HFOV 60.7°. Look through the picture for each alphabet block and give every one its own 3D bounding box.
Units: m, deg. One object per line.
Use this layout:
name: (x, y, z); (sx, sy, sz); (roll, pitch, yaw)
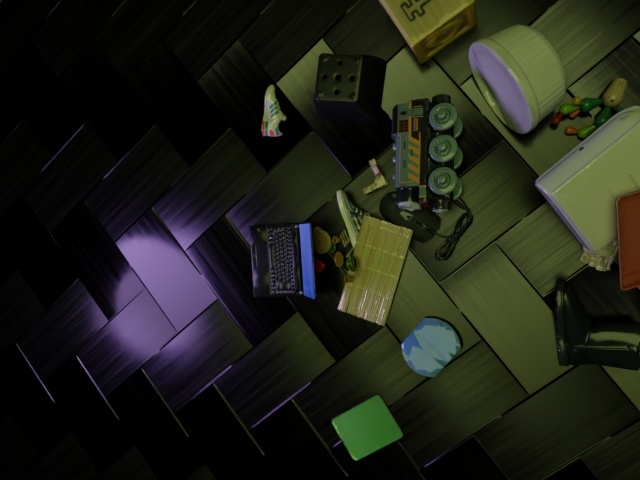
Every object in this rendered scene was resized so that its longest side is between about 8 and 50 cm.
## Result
alphabet block: (0.287, -0.632, 1.481); (0.193, 0.192, 0.197); (-34, 83, 18)

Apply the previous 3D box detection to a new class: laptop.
laptop: (-0.119, 0.064, 1.664); (0.264, 0.136, 0.234); (-3, 91, 20)

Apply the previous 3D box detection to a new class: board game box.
board game box: (0.322, 0.309, 1.595); (0.133, 0.033, 0.169); (42, 99, 17)

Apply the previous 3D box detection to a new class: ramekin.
ramekin: (0.505, -0.418, 1.391); (0.127, 0.273, 0.273); (-33, 82, 4)

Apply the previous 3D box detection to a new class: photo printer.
photo printer: (0.717, -0.151, 1.329); (0.307, 0.107, 0.256); (-41, 115, 13)

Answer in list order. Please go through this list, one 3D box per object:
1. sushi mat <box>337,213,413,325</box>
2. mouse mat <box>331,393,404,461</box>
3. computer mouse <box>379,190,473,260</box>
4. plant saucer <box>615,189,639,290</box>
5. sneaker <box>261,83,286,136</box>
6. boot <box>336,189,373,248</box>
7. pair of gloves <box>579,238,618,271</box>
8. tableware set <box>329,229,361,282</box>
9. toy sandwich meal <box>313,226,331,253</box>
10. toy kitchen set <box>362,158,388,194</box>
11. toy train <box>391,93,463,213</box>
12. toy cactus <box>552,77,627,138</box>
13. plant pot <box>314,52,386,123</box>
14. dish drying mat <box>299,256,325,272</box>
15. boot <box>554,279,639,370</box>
sushi mat: (0.158, 0.092, 1.610); (0.151, 0.019, 0.317); (17, 107, 9)
mouse mat: (0.142, 0.575, 1.677); (0.189, 0.007, 0.153); (-34, 82, 17)
computer mouse: (0.304, -0.079, 1.567); (0.262, 0.060, 0.184); (40, 104, 12)
plant saucer: (0.826, -0.032, 1.313); (0.259, 0.048, 0.258); (-18, 115, -1)
sneaker: (-0.139, -0.401, 1.704); (0.075, 0.057, 0.161); (7, 93, 0)
boot: (0.115, -0.070, 1.630); (0.086, 0.069, 0.190); (-18, 96, 13)
pair of gloves: (0.814, 0.002, 1.419); (0.240, 0.042, 0.204); (22, 99, 16)
tableware set: (0.065, 0.053, 1.626); (0.104, 0.024, 0.154); (-51, 51, 46)
toy sandwich meal: (0.000, 0.000, 1.681); (0.085, 0.029, 0.086); (7, 106, 26)
toy kitchen set: (0.145, -0.189, 1.608); (0.075, 0.068, 0.083); (-27, 84, 17)
toy train: (0.292, -0.239, 1.517); (0.190, 0.142, 0.334); (-1, 84, 23)
toy cactus: (0.733, -0.335, 1.408); (0.219, 0.112, 0.181); (25, 90, 24)
plant pot: (0.072, -0.449, 1.570); (0.188, 0.167, 0.187); (9, 95, 18)
dish drying mat: (-0.025, 0.066, 1.706); (0.083, 0.008, 0.032); (34, 103, 14)
boot: (0.726, 0.218, 1.426); (0.207, 0.094, 0.247); (-4, 98, 21)
